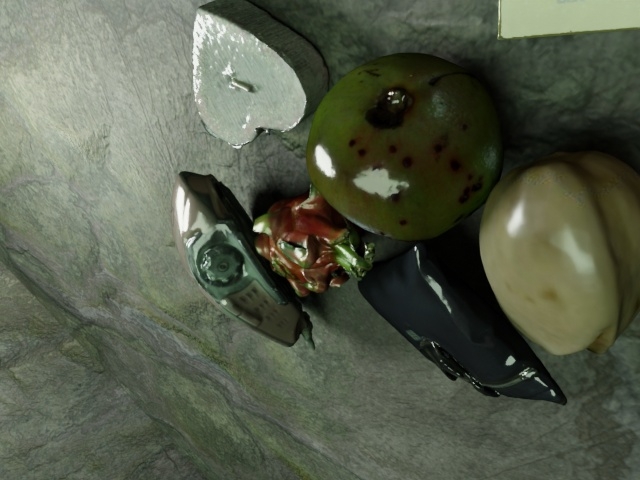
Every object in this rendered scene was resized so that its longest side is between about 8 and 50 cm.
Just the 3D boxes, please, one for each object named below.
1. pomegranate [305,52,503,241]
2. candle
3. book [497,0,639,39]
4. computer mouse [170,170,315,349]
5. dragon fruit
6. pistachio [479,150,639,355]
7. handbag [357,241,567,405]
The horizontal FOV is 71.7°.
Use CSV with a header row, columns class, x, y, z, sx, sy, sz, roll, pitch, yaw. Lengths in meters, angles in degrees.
class,x,y,z,sx,sy,sz,roll,pitch,yaw
pomegranate,0.074,-0.085,0.445,0.179,0.179,0.210,48,170,-2
candle,-0.092,-0.209,0.548,0.192,0.068,0.168,-3,123,40
book,0.209,-0.244,0.301,0.168,0.013,0.192,13,130,34
computer mouse,-0.123,0.060,0.701,0.389,0.115,0.199,60,-178,-32
dragon fruit,-0.001,-0.004,0.559,0.137,0.135,0.236,51,167,-9
pistachio,0.218,0.021,0.395,0.138,0.153,0.238,-7,148,22
handbag,0.148,0.099,0.541,0.211,0.089,0.254,47,168,1
